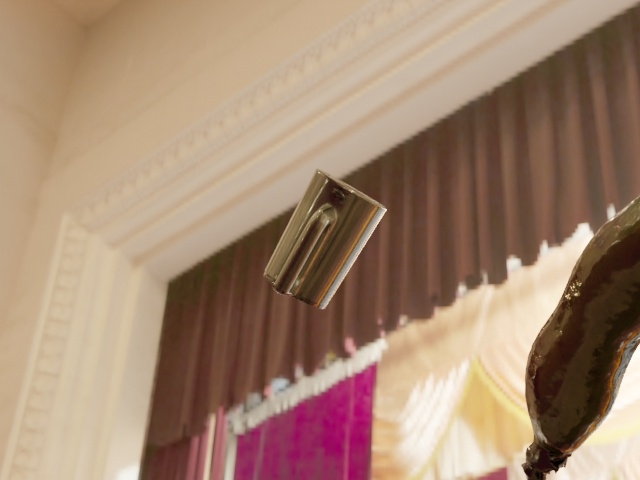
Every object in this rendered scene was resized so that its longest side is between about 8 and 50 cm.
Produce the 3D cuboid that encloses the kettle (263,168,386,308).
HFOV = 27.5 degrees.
[{"bbox_3d":[0.005,0.003,1.568,0.098,0.127,0.148,29,-86,-20],"label":"kettle"}]

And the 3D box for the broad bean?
[{"bbox_3d":[0.214,0.054,0.976,0.077,0.061,0.339,27,-62,10],"label":"broad bean"}]
